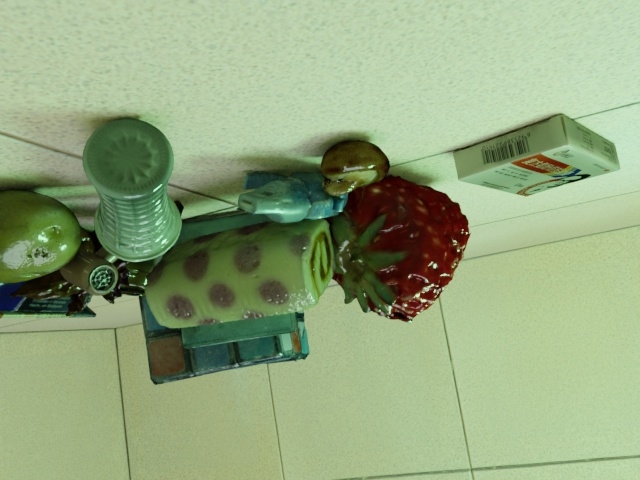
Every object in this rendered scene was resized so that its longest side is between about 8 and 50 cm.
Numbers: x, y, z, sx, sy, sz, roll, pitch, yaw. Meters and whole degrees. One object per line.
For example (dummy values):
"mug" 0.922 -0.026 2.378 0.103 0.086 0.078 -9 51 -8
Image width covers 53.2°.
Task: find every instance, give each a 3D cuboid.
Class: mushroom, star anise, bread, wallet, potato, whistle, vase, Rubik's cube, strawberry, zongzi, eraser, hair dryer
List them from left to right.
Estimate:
"potato" -0.515 -0.002 1.045 0.251 0.159 0.174 -4 148 28
"eraser" -0.645 0.085 1.396 0.101 0.155 0.332 -55 162 6
"zongzi" -0.543 0.037 1.454 0.260 0.123 0.289 19 176 -42
"star anise" -0.417 0.018 1.220 0.346 0.237 0.148 -28 -157 -14
"hair dryer" -0.358 0.014 1.114 0.117 0.064 0.182 14 -127 46
"vase" -0.276 -0.068 0.945 0.143 0.143 0.299 -6 168 -15
"Rubik's cube" -0.244 0.168 1.687 0.362 0.363 0.359 -10 172 13
"wallet" -0.191 0.077 1.401 0.251 0.290 0.054 -10 164 -1
"bread" -0.149 0.057 1.224 0.338 0.155 0.187 -9 -159 22
"whistle" -0.036 -0.079 1.136 0.180 0.093 0.269 24 -159 34
"mushroom" 0.058 -0.120 1.073 0.127 0.087 0.127 -5 173 -1
"strawberry" 0.179 -0.013 1.343 0.345 0.295 0.317 -31 -139 -31

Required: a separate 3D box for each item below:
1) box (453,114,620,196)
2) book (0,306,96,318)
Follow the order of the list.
"box" 0.445 -0.159 1.287 0.214 0.069 0.353 -16 170 37
"book" -0.698 0.113 1.487 0.018 0.228 0.322 -56 160 5
